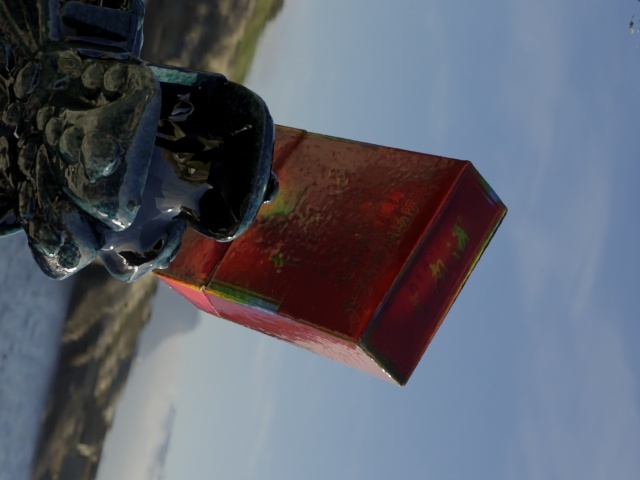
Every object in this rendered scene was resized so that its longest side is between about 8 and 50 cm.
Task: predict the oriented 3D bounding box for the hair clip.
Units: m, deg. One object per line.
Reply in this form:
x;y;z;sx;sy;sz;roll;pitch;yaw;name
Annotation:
-0.172;-0.091;0.944;0.310;0.194;0.206;55;-52;38;hair clip

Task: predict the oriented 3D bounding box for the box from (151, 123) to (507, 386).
0.000;0.001;1.285;0.313;0.089;0.197;15;-112;48;box

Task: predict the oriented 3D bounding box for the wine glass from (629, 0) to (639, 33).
0.522;-0.186;1.574;0.357;0.190;0.191;-118;-144;-43;wine glass
